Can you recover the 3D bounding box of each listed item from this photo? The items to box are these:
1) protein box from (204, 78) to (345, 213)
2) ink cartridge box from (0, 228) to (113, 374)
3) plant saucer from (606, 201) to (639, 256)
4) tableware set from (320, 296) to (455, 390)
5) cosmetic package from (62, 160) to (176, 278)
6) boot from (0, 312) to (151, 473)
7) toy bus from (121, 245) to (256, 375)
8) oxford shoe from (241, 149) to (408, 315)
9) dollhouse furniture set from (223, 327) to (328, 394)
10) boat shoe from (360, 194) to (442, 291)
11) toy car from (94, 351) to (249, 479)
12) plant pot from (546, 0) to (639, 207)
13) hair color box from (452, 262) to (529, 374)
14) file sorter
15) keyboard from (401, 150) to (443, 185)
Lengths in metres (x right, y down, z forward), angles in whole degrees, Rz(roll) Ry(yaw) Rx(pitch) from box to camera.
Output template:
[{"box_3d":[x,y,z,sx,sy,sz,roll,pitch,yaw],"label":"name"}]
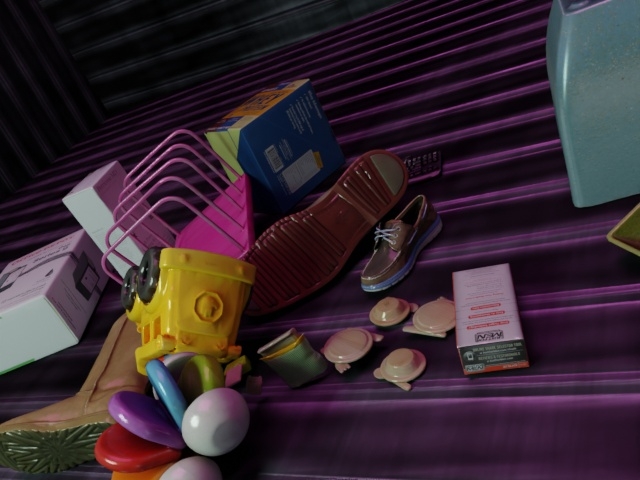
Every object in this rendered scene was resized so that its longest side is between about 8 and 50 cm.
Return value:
[{"box_3d":[-0.090,-0.194,1.368,0.136,0.199,0.201,7,42,49],"label":"protein box"},{"box_3d":[-0.571,0.119,1.345,0.211,0.121,0.289,-23,26,8],"label":"ink cartridge box"},{"box_3d":[0.436,-0.025,0.689,0.188,0.045,0.188,-45,26,2],"label":"plant saucer"},{"box_3d":[0.092,0.117,0.823,0.141,0.020,0.169,12,41,45],"label":"tableware set"},{"box_3d":[-0.388,-0.029,1.313,0.086,0.231,0.117,-19,28,23],"label":"cosmetic package"},{"box_3d":[-0.340,0.213,1.000,0.236,0.089,0.269,-9,30,9],"label":"boot"},{"box_3d":[-0.194,0.132,0.920,0.220,0.149,0.211,-29,55,54],"label":"toy bus"},{"box_3d":[0.000,0.000,1.070,0.348,0.123,0.130,-39,-4,-11],"label":"oxford shoe"},{"box_3d":[-0.069,0.178,0.811,0.152,0.076,0.058,-32,22,14],"label":"dollhouse furniture set"},{"box_3d":[0.110,0.000,0.971,0.066,0.066,0.183,0,37,44],"label":"boat shoe"},{"box_3d":[-0.175,0.209,0.733,0.159,0.136,0.182,28,97,56],"label":"toy car"},{"box_3d":[0.427,-0.236,0.890,0.248,0.252,0.247,-16,29,24],"label":"plant pot"},{"box_3d":[0.191,0.086,0.754,0.072,0.043,0.141,-10,29,16],"label":"hair color box"},{"box_3d":[-0.253,-0.039,1.175,0.202,0.182,0.290,-40,28,16],"label":"file sorter"},{"box_3d":[0.139,-0.125,1.227,0.180,0.023,0.108,-16,28,21],"label":"keyboard"}]
